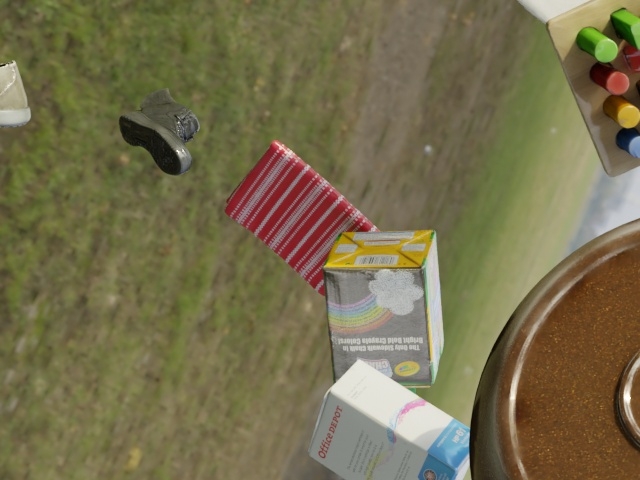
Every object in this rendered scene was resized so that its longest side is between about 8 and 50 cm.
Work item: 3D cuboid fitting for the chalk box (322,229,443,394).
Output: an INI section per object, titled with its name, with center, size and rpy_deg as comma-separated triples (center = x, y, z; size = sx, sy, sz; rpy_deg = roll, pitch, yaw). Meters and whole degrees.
[chalk box]
center = 0.085, 0.107, 1.603
size = 0.132, 0.132, 0.213
rpy_deg = -63, 150, -66

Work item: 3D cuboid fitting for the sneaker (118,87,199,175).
[sneaker]
center = -0.178, -0.133, 1.501
size = 0.089, 0.170, 0.051
rpy_deg = -21, 126, -32

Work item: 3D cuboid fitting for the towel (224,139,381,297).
[towel]
center = 0.000, 0.000, 1.727
size = 0.031, 0.275, 0.199
rpy_deg = -49, -177, -35

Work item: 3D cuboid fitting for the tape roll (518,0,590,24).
[tape roll]
center = 0.344, -0.384, 1.287
size = 0.072, 0.392, 0.392
rpy_deg = -67, 177, -76

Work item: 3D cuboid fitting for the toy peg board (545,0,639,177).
[toy peg board]
center = 0.309, -0.150, 1.113
size = 0.079, 0.161, 0.160
rpy_deg = -97, 161, -72

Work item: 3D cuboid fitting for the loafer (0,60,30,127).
[loafer]
center = -0.469, -0.182, 1.479
size = 0.094, 0.251, 0.087
rpy_deg = 21, -71, 59

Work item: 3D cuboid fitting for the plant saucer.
[plant saucer]
center = 0.229, 0.101, 0.761
size = 0.050, 0.310, 0.310
rpy_deg = 48, 62, -48

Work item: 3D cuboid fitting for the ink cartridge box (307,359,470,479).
[ink cartridge box]
center = 0.059, 0.167, 1.024
size = 0.052, 0.122, 0.088
rpy_deg = -44, 158, -44
